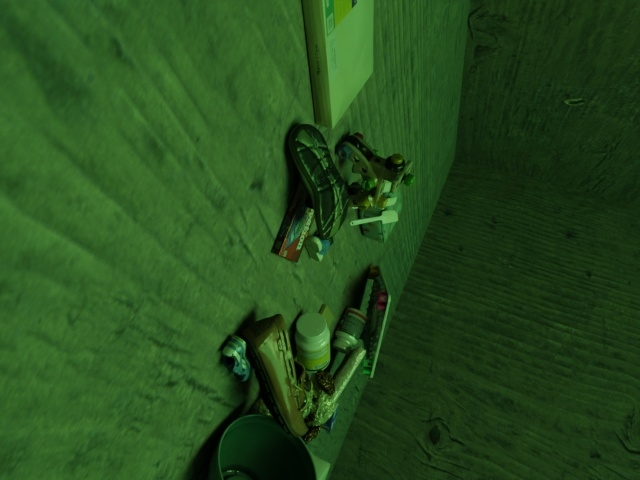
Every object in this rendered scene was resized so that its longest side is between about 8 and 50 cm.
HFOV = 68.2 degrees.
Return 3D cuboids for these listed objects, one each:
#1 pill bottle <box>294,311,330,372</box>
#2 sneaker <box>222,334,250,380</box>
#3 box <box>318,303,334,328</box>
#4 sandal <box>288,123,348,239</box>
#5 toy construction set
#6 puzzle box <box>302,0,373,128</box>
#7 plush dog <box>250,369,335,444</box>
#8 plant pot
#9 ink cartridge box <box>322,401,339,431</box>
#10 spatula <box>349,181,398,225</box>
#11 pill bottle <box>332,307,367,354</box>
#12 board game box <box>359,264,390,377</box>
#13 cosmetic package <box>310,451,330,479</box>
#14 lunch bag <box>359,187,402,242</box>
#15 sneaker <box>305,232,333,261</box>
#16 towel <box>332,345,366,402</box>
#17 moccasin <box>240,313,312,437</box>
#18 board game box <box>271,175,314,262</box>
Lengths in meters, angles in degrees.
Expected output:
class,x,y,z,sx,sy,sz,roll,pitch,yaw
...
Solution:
class,x,y,z,sx,sy,sz,roll,pitch,yaw
pill bottle,-0.026,0.339,1.577,0.119,0.119,0.209,-55,155,-38
sneaker,-0.209,0.298,1.150,0.059,0.053,0.144,-48,143,-45
box,-0.008,0.355,1.787,0.201,0.021,0.164,-65,160,-18
sandal,-0.011,-0.144,1.174,0.120,0.086,0.303,-39,122,-35
toy construction set,0.184,-0.190,1.476,0.309,0.237,0.258,-33,138,-61
puzzle box,0.052,-0.508,1.105,0.272,0.052,0.409,-58,157,-32
plush dog,-0.065,0.479,1.437,0.210,0.225,0.263,-3,111,-69
plant pot,-0.183,0.647,1.258,0.196,0.293,0.293,-52,169,26
ink cartridge box,-0.044,0.552,1.588,0.046,0.206,0.097,-42,145,-54
spatula,0.191,-0.138,1.693,0.241,0.019,0.169,-10,104,-37
pill bottle,0.123,0.393,2.046,0.180,0.107,0.108,-62,159,-23
board game box,0.229,0.350,2.139,0.390,0.050,0.391,-90,-170,-73
cosmetic package,-0.129,0.940,1.741,0.365,0.196,0.155,-18,124,-65
lunch bag,0.245,-0.133,1.889,0.279,0.107,0.224,67,44,-62
sneaker,-0.001,0.000,1.416,0.085,0.058,0.152,-58,162,-18
towel,0.074,0.606,2.021,0.332,0.053,0.317,-56,174,-14
moccasin,-0.093,0.364,1.256,0.146,0.139,0.381,-26,112,-24
board game box,-0.046,-0.084,1.272,0.282,0.027,0.145,-70,162,-4
